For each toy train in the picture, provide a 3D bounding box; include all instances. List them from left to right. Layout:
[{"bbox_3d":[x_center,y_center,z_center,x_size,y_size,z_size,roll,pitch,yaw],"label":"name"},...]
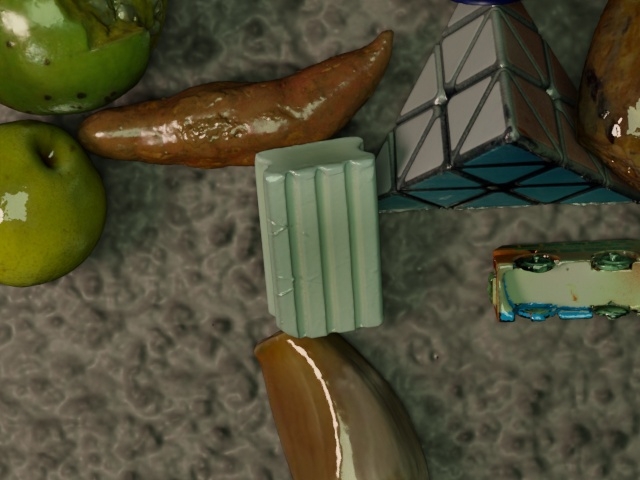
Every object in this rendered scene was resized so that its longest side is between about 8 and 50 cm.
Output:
[{"bbox_3d":[0.269,0.044,1.524,0.188,0.099,0.072,-3,100,2],"label":"toy train"}]

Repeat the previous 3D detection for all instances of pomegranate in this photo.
[{"bbox_3d":[-0.267,-0.265,1.418,0.236,0.236,0.301,-5,135,4],"label":"pomegranate"}]

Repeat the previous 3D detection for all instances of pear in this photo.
[{"bbox_3d":[-0.325,-0.028,1.529,0.180,0.166,0.216,36,137,-5],"label":"pear"}]

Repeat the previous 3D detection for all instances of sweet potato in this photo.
[{"bbox_3d":[-0.081,-0.125,1.521,0.355,0.095,0.106,-15,99,6],"label":"sweet potato"}]

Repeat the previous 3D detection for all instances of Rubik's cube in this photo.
[{"bbox_3d":[0.185,-0.117,1.483,0.228,0.233,0.228,-35,139,-29],"label":"Rubik's cube"}]

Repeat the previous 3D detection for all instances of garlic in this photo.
[{"bbox_3d":[0.031,0.228,1.568,0.143,0.112,0.318,-23,85,8],"label":"garlic"}]

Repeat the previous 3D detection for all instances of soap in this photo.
[{"bbox_3d":[0.000,0.000,1.507,0.119,0.066,0.198,-9,117,-10],"label":"soap"}]

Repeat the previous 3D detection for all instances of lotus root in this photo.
[{"bbox_3d":[0.357,-0.186,1.438,0.193,0.193,0.291,29,80,-1],"label":"lotus root"}]

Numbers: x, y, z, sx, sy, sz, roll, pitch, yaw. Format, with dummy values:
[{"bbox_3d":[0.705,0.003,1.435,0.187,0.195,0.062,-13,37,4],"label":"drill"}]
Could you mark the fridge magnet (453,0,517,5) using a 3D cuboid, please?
[{"bbox_3d":[0.152,-0.363,1.438,0.266,0.113,0.265,3,82,-19],"label":"fridge magnet"}]
